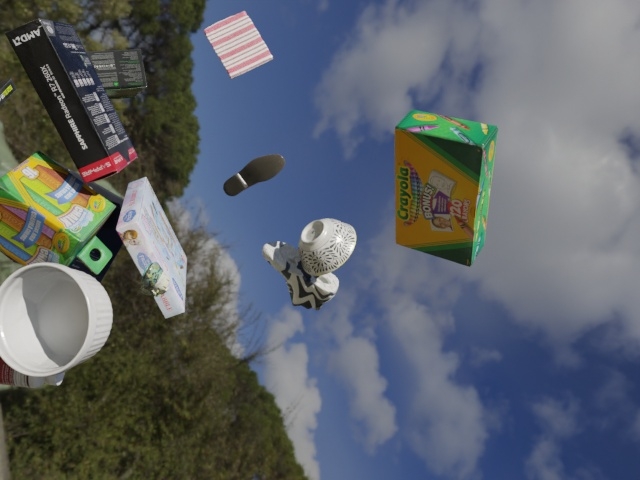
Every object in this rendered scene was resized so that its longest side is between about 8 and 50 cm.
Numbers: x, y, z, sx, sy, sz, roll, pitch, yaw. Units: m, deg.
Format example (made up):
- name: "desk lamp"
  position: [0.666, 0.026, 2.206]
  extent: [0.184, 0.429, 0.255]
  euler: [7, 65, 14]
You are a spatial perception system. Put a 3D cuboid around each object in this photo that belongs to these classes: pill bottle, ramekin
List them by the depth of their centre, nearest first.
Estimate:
- name: "ramekin"
  position: [-0.496, 0.146, 1.098]
  extent: [0.109, 0.207, 0.207]
  euler: [25, 54, -79]
- name: "pill bottle"
  position: [-0.600, 0.251, 1.175]
  extent: [0.086, 0.152, 0.086]
  euler: [-172, -90, -83]

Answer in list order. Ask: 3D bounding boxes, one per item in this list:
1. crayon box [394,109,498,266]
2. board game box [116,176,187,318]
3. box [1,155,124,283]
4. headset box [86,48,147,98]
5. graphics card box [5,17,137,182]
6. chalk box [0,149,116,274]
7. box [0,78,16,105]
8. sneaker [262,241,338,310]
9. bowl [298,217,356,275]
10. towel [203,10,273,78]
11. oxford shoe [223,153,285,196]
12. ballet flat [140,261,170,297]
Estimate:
- name: "crayon box"
  position: [0.231, -0.096, 1.106]
  extent: [0.165, 0.081, 0.278]
  euler: [18, -44, 27]
- name: "board game box"
  position: [-0.492, 0.015, 1.737]
  extent: [0.318, 0.065, 0.319]
  euler: [-111, -178, -61]
- name: "box"
  position: [-0.804, -0.053, 1.858]
  extent: [0.179, 0.343, 0.313]
  euler: [27, -97, 29]
- name: "headset box"
  position: [-0.762, -0.571, 2.036]
  extent: [0.283, 0.246, 0.131]
  euler: [11, -70, 63]
- name: "graphics card box"
  position: [-0.590, -0.339, 1.421]
  extent: [0.233, 0.094, 0.371]
  euler: [-104, 173, -71]
- name: "chalk box"
  position: [-0.633, -0.036, 1.403]
  extent: [0.179, 0.289, 0.180]
  euler: [-45, -163, 30]
- name: "box"
  position: [-1.042, -0.424, 1.757]
  extent: [0.184, 0.190, 0.045]
  euler: [-105, -178, -55]
- name: "sneaker"
  position: [-0.074, 0.113, 1.620]
  extent: [0.094, 0.235, 0.153]
  euler: [-61, 178, -47]
- name: "bowl"
  position: [0.000, 0.000, 1.508]
  extent: [0.080, 0.170, 0.170]
  euler: [47, 2, -37]
- name: "towel"
  position: [-0.245, -0.581, 1.733]
  extent: [0.197, 0.144, 0.029]
  euler: [60, -8, 15]
- name: "oxford shoe"
  position: [-0.201, -0.210, 1.802]
  extent: [0.076, 0.212, 0.076]
  euler: [63, 15, -9]
- name: "ballet flat"
  position: [-0.390, 0.097, 1.389]
  extent: [0.188, 0.070, 0.070]
  euler: [143, -63, -69]
